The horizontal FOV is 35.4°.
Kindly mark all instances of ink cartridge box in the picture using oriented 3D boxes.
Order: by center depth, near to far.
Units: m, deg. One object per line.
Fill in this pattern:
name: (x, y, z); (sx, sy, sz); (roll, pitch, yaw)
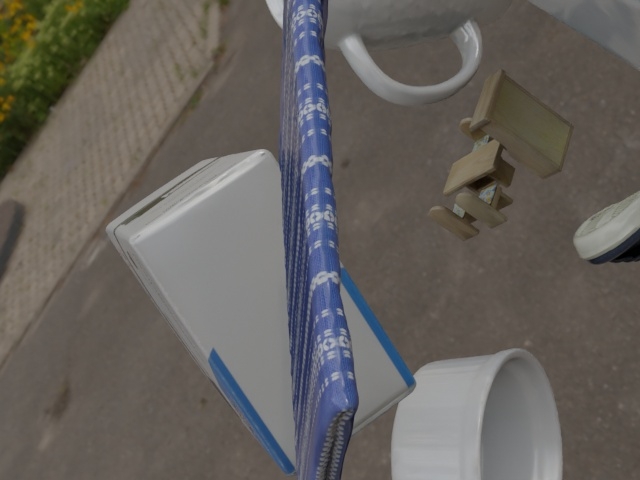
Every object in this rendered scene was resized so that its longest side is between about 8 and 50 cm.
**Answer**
ink cartridge box: (-0.090, 0.062, 1.133); (0.166, 0.285, 0.395); (-35, 11, -11)

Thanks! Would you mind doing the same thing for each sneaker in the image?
sneaker: (0.431, -0.004, 1.181); (0.350, 0.148, 0.131); (-20, -10, -44)

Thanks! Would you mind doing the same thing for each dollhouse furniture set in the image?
dollhouse furniture set: (0.275, -0.155, 1.686); (0.242, 0.161, 0.212); (-30, 32, 55)

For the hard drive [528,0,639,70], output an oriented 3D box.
hard drive: (0.207, -0.271, 0.948); (0.353, 0.233, 0.047); (40, 98, 23)

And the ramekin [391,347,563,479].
ramekin: (0.205, 0.281, 1.309); (0.135, 0.277, 0.277); (-6, 52, 34)

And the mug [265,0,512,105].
mug: (0.107, -0.377, 1.496); (0.328, 0.374, 0.276); (-19, -8, -24)

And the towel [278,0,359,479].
towel: (0.000, 0.000, 0.646); (0.243, 0.040, 0.336); (94, 173, -57)
